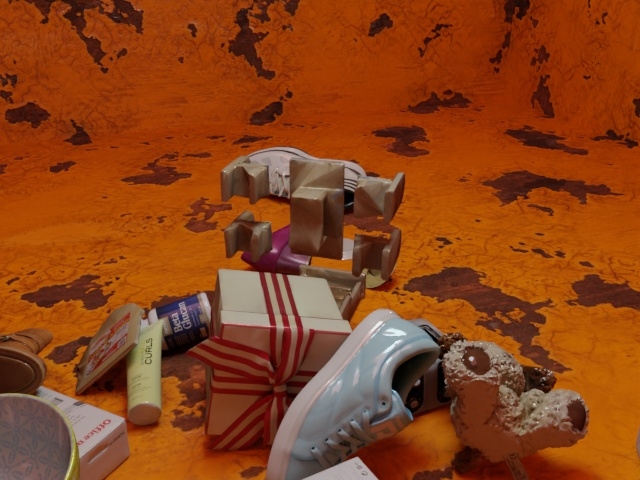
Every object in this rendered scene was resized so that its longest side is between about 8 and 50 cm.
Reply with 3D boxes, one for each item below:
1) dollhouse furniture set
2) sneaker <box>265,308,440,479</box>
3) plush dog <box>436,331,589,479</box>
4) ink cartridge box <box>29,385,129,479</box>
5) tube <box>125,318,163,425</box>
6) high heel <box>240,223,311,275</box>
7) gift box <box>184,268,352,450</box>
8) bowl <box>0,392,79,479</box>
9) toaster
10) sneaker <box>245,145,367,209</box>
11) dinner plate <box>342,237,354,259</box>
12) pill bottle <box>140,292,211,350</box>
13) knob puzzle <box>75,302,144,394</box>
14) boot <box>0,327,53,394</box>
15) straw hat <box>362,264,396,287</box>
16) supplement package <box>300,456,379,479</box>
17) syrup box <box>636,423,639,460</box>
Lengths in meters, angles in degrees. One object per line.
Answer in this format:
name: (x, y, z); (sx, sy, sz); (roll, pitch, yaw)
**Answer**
dollhouse furniture set: (0.000, 0.000, 1.530); (0.362, 0.394, 0.256); (7, 25, 14)
sneaker: (0.059, 0.275, 1.082); (0.150, 0.135, 0.366); (22, 69, 40)
plush dog: (0.298, 0.265, 1.183); (0.262, 0.210, 0.225); (27, 28, -3)
ink cartridge box: (-0.447, 0.341, 1.141); (0.203, 0.086, 0.148); (13, 27, 24)
tube: (-0.346, 0.250, 1.327); (0.070, 0.062, 0.240); (10, 31, -20)
high heel: (-0.093, -0.033, 1.916); (0.181, 0.127, 0.377); (13, 29, 2)
gift box: (-0.108, 0.216, 1.233); (0.276, 0.255, 0.258); (1, 22, -13)
bowl: (-0.464, 0.376, 0.951); (0.289, 0.156, 0.289); (-5, 38, 4)
toaster: (0.172, 0.244, 1.335); (0.168, 0.110, 0.186); (-10, 26, -23)
sneaker: (-0.079, -0.191, 2.229); (0.448, 0.169, 0.257); (6, 23, 7)
dinner plate: (0.059, 0.019, 1.951); (0.141, 0.017, 0.141); (-1, 25, 0)
pill bottle: (-0.316, 0.182, 1.473); (0.169, 0.094, 0.094); (-19, 28, -11)
knob puzzle: (-0.423, 0.206, 1.397); (0.213, 0.030, 0.213); (-34, 31, 24)
boot: (-0.580, 0.228, 1.294); (0.283, 0.109, 0.220); (-15, 4, 21)
straw hat: (0.156, 0.069, 1.778); (0.144, 0.144, 0.061); (28, -6, 46)
supplement package: (-0.019, 0.420, 0.907); (0.244, 0.139, 0.134); (-14, 27, -26)
syrup box: (0.569, 0.370, 1.076); (0.093, 0.096, 0.237); (5, 25, 15)
